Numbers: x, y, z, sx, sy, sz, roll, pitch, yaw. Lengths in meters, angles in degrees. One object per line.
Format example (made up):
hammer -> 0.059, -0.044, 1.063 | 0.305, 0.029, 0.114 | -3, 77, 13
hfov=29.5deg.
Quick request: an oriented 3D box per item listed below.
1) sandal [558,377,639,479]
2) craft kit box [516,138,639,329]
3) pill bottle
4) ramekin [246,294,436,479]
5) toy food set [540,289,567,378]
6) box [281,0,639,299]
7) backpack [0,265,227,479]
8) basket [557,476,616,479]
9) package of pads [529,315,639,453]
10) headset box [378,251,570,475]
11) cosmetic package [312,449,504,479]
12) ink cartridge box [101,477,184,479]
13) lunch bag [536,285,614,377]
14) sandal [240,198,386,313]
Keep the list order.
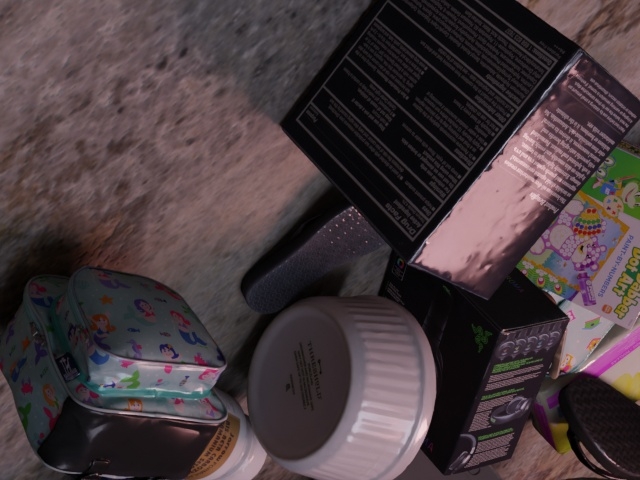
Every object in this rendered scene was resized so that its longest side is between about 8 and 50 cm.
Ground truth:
sandal -> 0.519, 0.356, 2.085 | 0.107, 0.167, 0.445 | -33, 143, 28
craft kit box -> 0.391, -0.030, 1.751 | 0.061, 0.246, 0.250 | -52, 164, -61
pill bottle -> -0.174, 0.253, 1.637 | 0.131, 0.131, 0.229 | -45, 139, 5
ramekin -> 0.014, 0.197, 1.629 | 0.127, 0.273, 0.273 | 15, 115, -40
toy food set -> 0.296, 0.110, 1.821 | 0.071, 0.218, 0.128 | -37, 138, -30
box -> 0.159, -0.143, 1.427 | 0.294, 0.296, 0.182 | -51, 138, 12
backpack -> -0.246, 0.139, 1.396 | 0.225, 0.253, 0.191 | 13, 112, -42
basket -> 0.431, 0.539, 2.007 | 0.201, 0.289, 0.255 | -10, 167, -1
package of pads -> 0.493, 0.221, 2.136 | 0.296, 0.101, 0.229 | -34, 138, -7
headset box -> 0.197, 0.142, 1.734 | 0.131, 0.246, 0.283 | -8, 129, -33
cosmetic package -> 0.074, 0.488, 1.953 | 0.453, 0.230, 0.161 | -35, 138, -9
ink cartridge box -> -0.238, 0.466, 1.720 | 0.270, 0.151, 0.395 | -46, 123, 5
lunch bag -> 0.382, 0.091, 1.936 | 0.224, 0.108, 0.279 | 18, 112, -45
sandal -> -0.001, 0.000, 1.619 | 0.254, 0.054, 0.097 | -32, 135, 5
